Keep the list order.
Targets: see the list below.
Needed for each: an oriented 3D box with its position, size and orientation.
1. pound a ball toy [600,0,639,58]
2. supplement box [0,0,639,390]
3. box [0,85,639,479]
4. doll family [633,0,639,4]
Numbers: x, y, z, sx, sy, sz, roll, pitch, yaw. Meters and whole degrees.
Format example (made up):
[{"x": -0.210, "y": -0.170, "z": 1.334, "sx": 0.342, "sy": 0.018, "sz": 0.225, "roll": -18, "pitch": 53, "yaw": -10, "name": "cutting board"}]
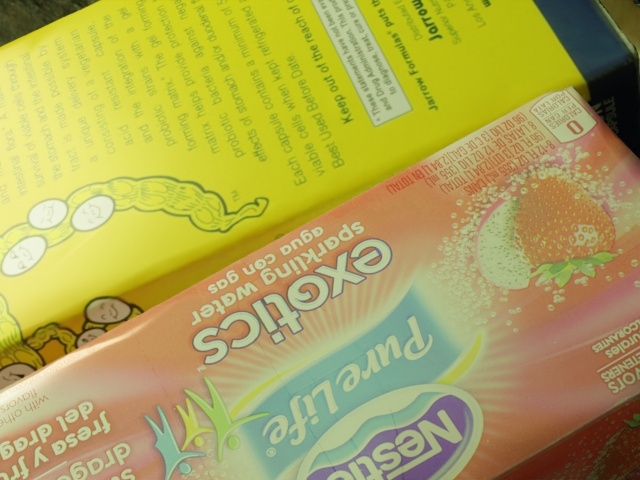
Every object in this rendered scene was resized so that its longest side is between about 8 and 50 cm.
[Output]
[{"x": 0.312, "y": -0.128, "z": 0.833, "sx": 0.319, "sy": 0.135, "sz": 0.208, "roll": -13, "pitch": 32, "yaw": -16, "name": "pound a ball toy"}, {"x": -0.026, "y": -0.020, "z": 0.710, "sx": 0.357, "sy": 0.194, "sz": 0.195, "roll": -25, "pitch": 52, "yaw": 2, "name": "supplement box"}, {"x": 0.020, "y": 0.089, "z": 0.555, "sx": 0.300, "sy": 0.154, "sz": 0.142, "roll": -28, "pitch": 54, "yaw": -9, "name": "box"}, {"x": 0.283, "y": -0.189, "z": 1.202, "sx": 0.076, "sy": 0.111, "sz": 0.193, "roll": -56, "pitch": 18, "yaw": 23, "name": "doll family"}]
